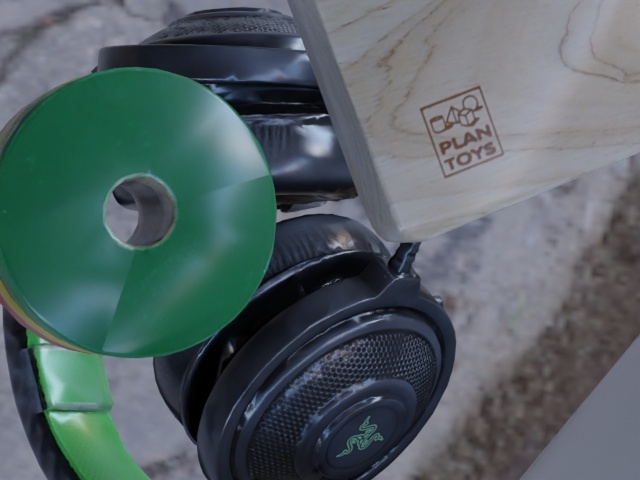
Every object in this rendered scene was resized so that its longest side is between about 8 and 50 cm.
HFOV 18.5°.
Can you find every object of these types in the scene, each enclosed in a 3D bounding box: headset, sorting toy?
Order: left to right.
[{"bbox_3d":[0.000,0.000,0.917,0.185,0.394,0.243,0,66,-42],"label":"headset"},{"bbox_3d":[0.050,-0.086,0.356,0.274,0.046,0.132,-22,95,-18],"label":"sorting toy"}]

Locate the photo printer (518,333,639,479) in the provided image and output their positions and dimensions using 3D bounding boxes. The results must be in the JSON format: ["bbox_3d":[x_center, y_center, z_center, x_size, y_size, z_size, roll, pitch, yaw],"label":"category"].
[{"bbox_3d":[0.171,0.200,1.025,0.107,0.256,0.307,22,123,-20],"label":"photo printer"}]
